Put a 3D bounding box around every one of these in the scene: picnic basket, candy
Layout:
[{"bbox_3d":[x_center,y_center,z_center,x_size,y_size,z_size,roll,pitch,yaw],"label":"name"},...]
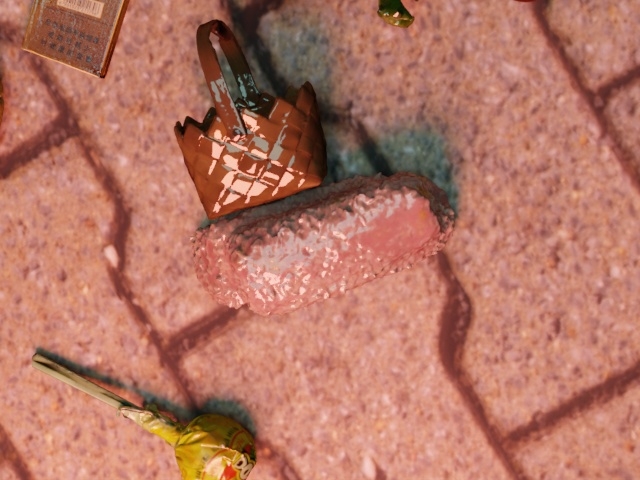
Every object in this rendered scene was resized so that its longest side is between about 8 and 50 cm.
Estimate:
[{"bbox_3d":[-0.072,-0.123,1.212,0.138,0.128,0.178,-17,97,8],"label":"picnic basket"},{"bbox_3d":[-0.185,0.178,1.311,0.262,0.077,0.073,24,122,14],"label":"candy"}]

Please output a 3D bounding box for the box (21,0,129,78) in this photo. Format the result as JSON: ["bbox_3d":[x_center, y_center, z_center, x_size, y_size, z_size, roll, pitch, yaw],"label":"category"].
[{"bbox_3d":[-0.238,-0.239,1.280,0.090,0.023,0.133,19,100,5],"label":"box"}]

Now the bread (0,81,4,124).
[{"bbox_3d":[-0.380,-0.126,1.298,0.117,0.064,0.156,19,99,2],"label":"bread"}]

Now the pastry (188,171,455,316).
[{"bbox_3d":[-0.004,0.004,1.228,0.265,0.112,0.103,-16,102,12],"label":"pastry"}]

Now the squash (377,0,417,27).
[{"bbox_3d":[0.125,-0.378,1.163,0.101,0.101,0.378,20,98,7],"label":"squash"}]

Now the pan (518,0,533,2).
[{"bbox_3d":[0.173,-0.270,1.206,0.115,0.023,0.068,30,102,4],"label":"pan"}]
